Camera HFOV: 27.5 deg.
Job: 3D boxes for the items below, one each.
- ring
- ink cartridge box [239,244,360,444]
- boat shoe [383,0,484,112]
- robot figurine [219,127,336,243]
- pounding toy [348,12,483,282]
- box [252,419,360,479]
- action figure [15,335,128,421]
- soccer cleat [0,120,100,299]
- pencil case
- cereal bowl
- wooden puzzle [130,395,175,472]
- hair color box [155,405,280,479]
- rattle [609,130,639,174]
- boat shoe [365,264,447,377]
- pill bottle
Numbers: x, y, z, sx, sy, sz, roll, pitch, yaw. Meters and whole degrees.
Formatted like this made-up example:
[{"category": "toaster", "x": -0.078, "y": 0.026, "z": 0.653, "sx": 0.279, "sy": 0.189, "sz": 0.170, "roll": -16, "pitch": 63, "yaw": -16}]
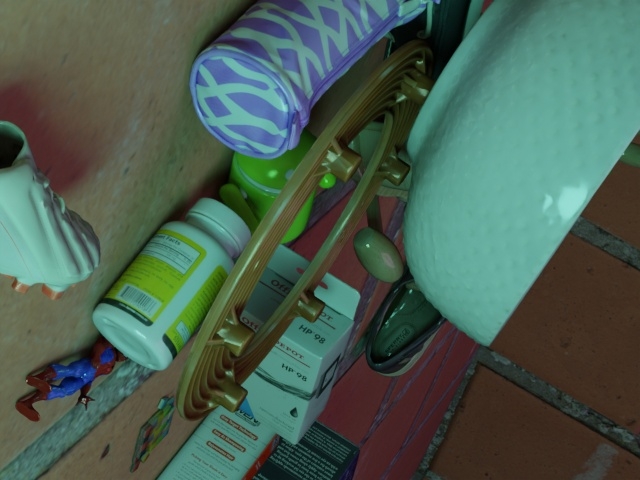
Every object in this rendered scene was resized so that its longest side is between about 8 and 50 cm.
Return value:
[{"category": "ring", "x": 0.000, "y": 0.000, "z": 0.995, "sx": 0.336, "sy": 0.032, "sz": 0.336, "roll": -54, "pitch": 171, "yaw": -12}, {"category": "ink cartridge box", "x": -0.035, "y": 0.096, "z": 1.213, "sx": 0.060, "sy": 0.104, "sz": 0.180, "roll": -47, "pitch": 161, "yaw": -39}, {"category": "boat shoe", "x": 0.084, "y": -0.209, "z": 1.027, "sx": 0.302, "sy": 0.091, "sz": 0.114, "roll": 110, "pitch": -26, "yaw": -52}, {"category": "robot figurine", "x": -0.036, "y": -0.043, "z": 0.987, "sx": 0.101, "sy": 0.067, "sz": 0.115, "roll": -32, "pitch": 153, "yaw": -36}, {"category": "pounding toy", "x": 0.076, "y": -0.109, "z": 1.256, "sx": 0.154, "sy": 0.155, "sz": 0.269, "roll": 43, "pitch": 66, "yaw": -48}, {"category": "box", "x": -0.052, "y": 0.344, "z": 1.681, "sx": 0.207, "sy": 0.108, "sz": 0.153, "roll": -53, "pitch": 166, "yaw": -27}, {"category": "action figure", "x": -0.164, "y": 0.092, "z": 0.903, "sx": 0.115, "sy": 0.030, "sz": 0.038, "roll": -34, "pitch": 147, "yaw": -65}, {"category": "soccer cleat", "x": -0.151, "y": -0.018, "z": 0.631, "sx": 0.076, "sy": 0.068, "sz": 0.196, "roll": -63, "pitch": 164, "yaw": 4}, {"category": "pencil case", "x": 0.000, "y": -0.137, "z": 0.875, "sx": 0.206, "sy": 0.088, "sz": 0.086, "roll": -48, "pitch": 162, "yaw": -37}, {"category": "cereal bowl", "x": 0.166, "y": -0.094, "z": 0.994, "sx": 0.339, "sy": 0.141, "sz": 0.339, "roll": -53, "pitch": 170, "yaw": -13}, {"category": "wooden puzzle", "x": -0.148, "y": 0.171, "z": 1.173, "sx": 0.049, "sy": 0.006, "sz": 0.083, "roll": -45, "pitch": 161, "yaw": -46}, {"category": "hair color box", "x": -0.106, "y": 0.227, "z": 1.308, "sx": 0.141, "sy": 0.072, "sz": 0.043, "roll": -50, "pitch": 163, "yaw": -32}, {"category": "rattle", "x": 0.398, "y": -0.084, "z": 1.605, "sx": 0.143, "sy": 0.199, "sz": 0.130, "roll": -56, "pitch": 163, "yaw": -30}, {"category": "boat shoe", "x": 0.157, "y": 0.075, "z": 1.886, "sx": 0.285, "sy": 0.103, "sz": 0.092, "roll": -54, "pitch": 172, "yaw": 3}, {"category": "pill bottle", "x": -0.100, "y": 0.028, "z": 0.912, "sx": 0.116, "sy": 0.065, "sz": 0.065, "roll": -53, "pitch": 165, "yaw": -23}]
